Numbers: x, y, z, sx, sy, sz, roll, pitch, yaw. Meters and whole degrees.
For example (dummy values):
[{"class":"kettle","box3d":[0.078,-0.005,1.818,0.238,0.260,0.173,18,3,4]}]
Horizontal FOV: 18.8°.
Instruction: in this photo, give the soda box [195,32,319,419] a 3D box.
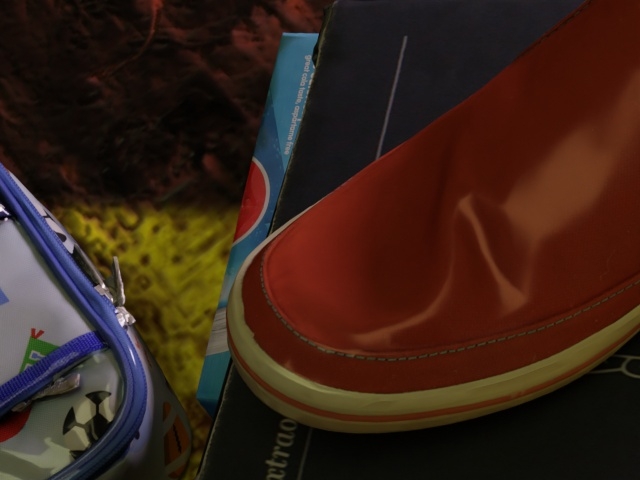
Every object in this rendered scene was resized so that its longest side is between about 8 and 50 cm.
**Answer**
[{"class":"soda box","box3d":[0.000,0.000,0.973,0.071,0.067,0.210,3,63,18]}]

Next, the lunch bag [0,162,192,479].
[{"class":"lunch bag","box3d":[-0.222,0.099,0.961,0.303,0.115,0.243,-36,61,-3]}]

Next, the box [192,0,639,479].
[{"class":"box","box3d":[0.181,0.070,0.765,0.395,0.212,0.293,1,49,17]}]

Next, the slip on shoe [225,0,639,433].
[{"class":"slip on shoe","box3d":[0.110,-0.045,0.676,0.331,0.101,0.123,-29,48,-9]}]
